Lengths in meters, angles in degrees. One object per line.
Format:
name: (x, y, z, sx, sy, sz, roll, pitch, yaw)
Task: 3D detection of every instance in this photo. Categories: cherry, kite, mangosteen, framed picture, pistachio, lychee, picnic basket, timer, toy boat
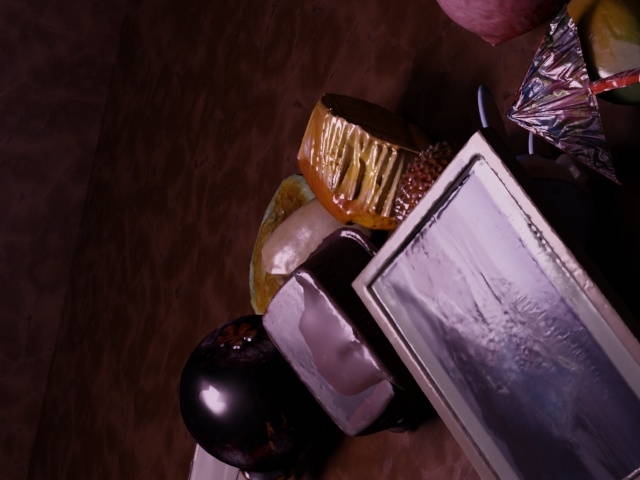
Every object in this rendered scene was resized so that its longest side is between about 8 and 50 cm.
cherry: (0.238, -0.383, 1.635, 0.206, 0.239, 0.239, -4, -72, -75)
kite: (0.303, -0.168, 1.485, 0.189, 0.009, 0.232, -17, 84, 42)
mangosteen: (-0.095, 0.278, 2.048, 0.275, 0.275, 0.302, -135, 28, -58)
framed picture: (0.234, 0.135, 1.467, 0.446, 0.028, 0.326, 56, 135, 20)
pistachio: (0.000, 0.000, 2.019, 0.206, 0.129, 0.131, -36, 41, 9)
lychee: (0.183, -0.042, 1.687, 0.165, 0.165, 0.197, -27, 59, 57)
picnic basket: (0.040, 0.145, 1.783, 0.297, 0.129, 0.222, 52, 130, 17)
timer: (0.272, -0.074, 1.547, 0.175, 0.175, 0.256, -19, 53, 60)
toy boat: (-0.168, 0.379, 2.250, 0.141, 0.140, 0.270, 42, 119, 59)

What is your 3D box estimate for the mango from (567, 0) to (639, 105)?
mango: (0.363, -0.236, 1.497, 0.195, 0.091, 0.130, 46, 116, 47)

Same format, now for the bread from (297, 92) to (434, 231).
bread: (0.069, -0.111, 1.868, 0.288, 0.204, 0.156, -125, 52, -66)

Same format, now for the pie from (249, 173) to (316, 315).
pie: (-0.046, 0.025, 2.210, 0.302, 0.066, 0.303, -32, 53, 54)
